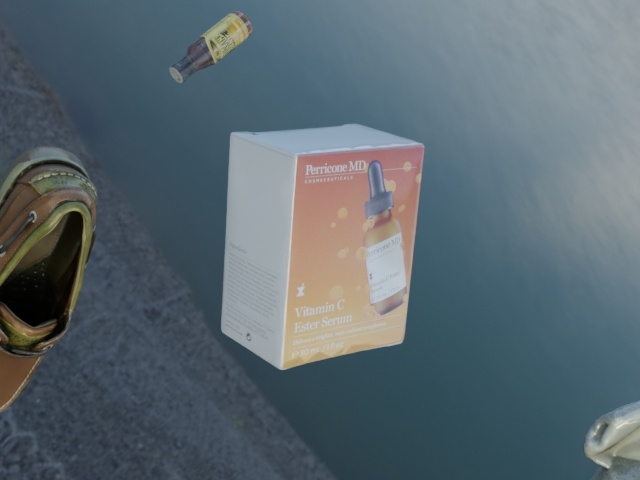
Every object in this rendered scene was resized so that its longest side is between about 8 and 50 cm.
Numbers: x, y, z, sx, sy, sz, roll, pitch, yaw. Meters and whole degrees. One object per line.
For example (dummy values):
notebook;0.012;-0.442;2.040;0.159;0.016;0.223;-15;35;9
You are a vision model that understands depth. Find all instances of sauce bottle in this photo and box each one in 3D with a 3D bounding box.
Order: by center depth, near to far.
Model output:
sauce bottle;-0.145;-0.254;1.304;0.042;0.042;0.128;44;68;-1

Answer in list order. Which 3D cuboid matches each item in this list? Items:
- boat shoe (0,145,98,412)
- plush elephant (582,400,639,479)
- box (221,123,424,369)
boat shoe;-0.296;0.064;0.940;0.110;0.307;0.104;6;30;-33
plush elephant;0.404;0.318;1.088;0.330;0.255;0.272;-72;149;-45
box;0.000;0.000;0.792;0.130;0.171;0.091;-9;21;-36
